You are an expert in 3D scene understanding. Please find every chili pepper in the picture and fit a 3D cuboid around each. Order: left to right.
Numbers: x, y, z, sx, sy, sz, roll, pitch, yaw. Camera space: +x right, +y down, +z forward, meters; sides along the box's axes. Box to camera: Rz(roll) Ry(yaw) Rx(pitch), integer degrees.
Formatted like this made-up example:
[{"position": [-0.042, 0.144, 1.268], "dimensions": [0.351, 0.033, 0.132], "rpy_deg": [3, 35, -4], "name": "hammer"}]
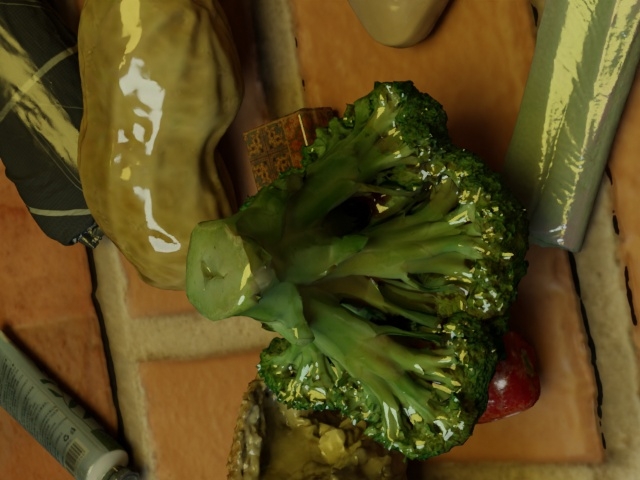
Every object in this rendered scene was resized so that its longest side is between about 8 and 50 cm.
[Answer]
[{"position": [0.115, 0.109, 0.966], "dimensions": [0.123, 0.070, 0.073], "rpy_deg": [-18, 69, 39], "name": "chili pepper"}]

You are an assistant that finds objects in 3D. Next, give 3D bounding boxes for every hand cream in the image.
[{"position": [-0.285, 0.185, 1.281], "dimensions": [0.256, 0.055, 0.088], "rpy_deg": [33, 122, 31], "name": "hand cream"}]

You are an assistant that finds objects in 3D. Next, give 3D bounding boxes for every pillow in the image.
[{"position": [-0.297, -0.148, 1.199], "dimensions": [0.161, 0.092, 0.335], "rpy_deg": [-38, 86, 30], "name": "pillow"}]

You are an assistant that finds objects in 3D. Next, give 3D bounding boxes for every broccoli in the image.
[{"position": [0.018, 0.030, 0.870], "dimensions": [0.254, 0.269, 0.269], "rpy_deg": [-48, 69, 29], "name": "broccoli"}]

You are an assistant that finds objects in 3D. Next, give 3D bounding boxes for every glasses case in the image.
[{"position": [0.000, 0.000, 1.045], "dimensions": [0.075, 0.049, 0.218], "rpy_deg": [-17, 86, 42], "name": "glasses case"}]

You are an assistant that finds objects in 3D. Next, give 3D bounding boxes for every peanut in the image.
[{"position": [-0.140, -0.099, 1.069], "dimensions": [0.147, 0.147, 0.305], "rpy_deg": [18, 114, 33], "name": "peanut"}]

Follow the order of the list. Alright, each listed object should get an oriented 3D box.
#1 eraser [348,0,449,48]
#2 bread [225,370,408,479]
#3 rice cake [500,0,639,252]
[{"position": [0.056, -0.275, 0.958], "dimensions": [0.204, 0.059, 0.243], "rpy_deg": [0, 92, 36], "name": "eraser"}, {"position": [0.025, 0.256, 0.989], "dimensions": [0.314, 0.171, 0.192], "rpy_deg": [37, 113, 28], "name": "bread"}, {"position": [0.186, -0.096, 0.900], "dimensions": [0.080, 0.042, 0.221], "rpy_deg": [23, 110, 28], "name": "rice cake"}]
